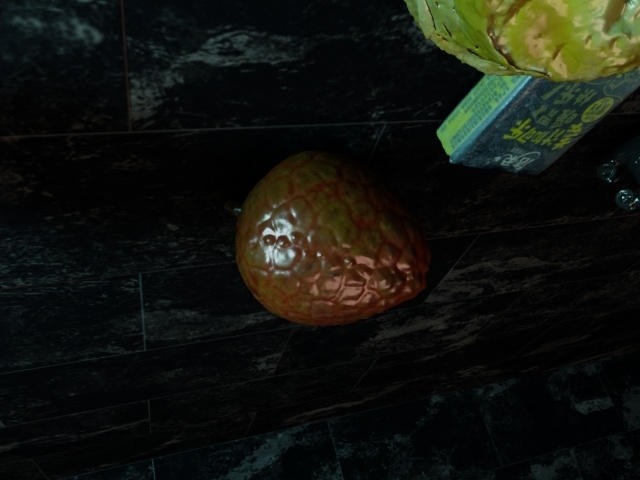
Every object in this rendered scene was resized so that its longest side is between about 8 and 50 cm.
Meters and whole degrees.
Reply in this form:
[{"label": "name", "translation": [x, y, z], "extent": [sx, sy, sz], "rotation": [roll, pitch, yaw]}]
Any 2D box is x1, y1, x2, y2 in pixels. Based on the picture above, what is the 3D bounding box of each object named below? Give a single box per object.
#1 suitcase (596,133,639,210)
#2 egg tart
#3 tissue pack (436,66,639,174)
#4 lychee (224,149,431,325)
[{"label": "suitcase", "translation": [0.714, -0.165, 0.910], "extent": [0.283, 0.194, 0.434], "rotation": [12, 138, -42]}, {"label": "egg tart", "translation": [0.225, -0.246, 0.483], "extent": [0.341, 0.129, 0.341], "rotation": [6, 148, 4]}, {"label": "tissue pack", "translation": [0.304, -0.195, 0.746], "extent": [0.185, 0.081, 0.257], "rotation": [3, 145, -31]}, {"label": "lychee", "translation": [0.000, 0.000, 0.775], "extent": [0.300, 0.255, 0.255], "rotation": [6, 164, 33]}]
